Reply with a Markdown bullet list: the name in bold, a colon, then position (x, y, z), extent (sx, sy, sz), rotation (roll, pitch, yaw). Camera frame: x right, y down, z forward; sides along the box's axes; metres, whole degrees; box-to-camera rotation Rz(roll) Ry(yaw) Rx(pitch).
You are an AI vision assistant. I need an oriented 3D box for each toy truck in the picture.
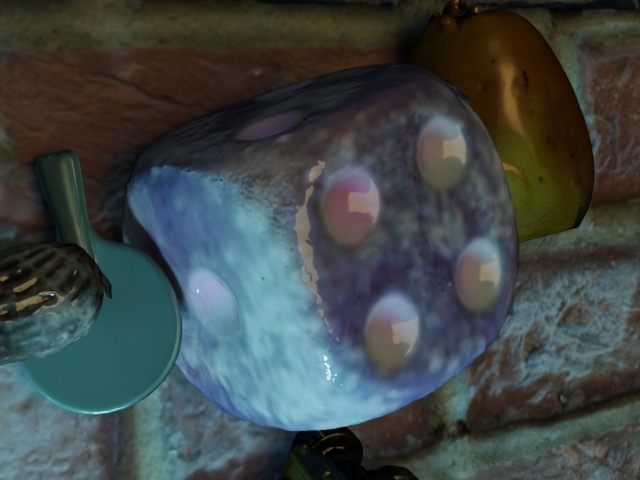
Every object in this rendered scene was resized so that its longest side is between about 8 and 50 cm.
- **toy truck**: position (0.033, 0.302, 1.381), extent (0.224, 0.147, 0.165), rotation (37, 92, -37)

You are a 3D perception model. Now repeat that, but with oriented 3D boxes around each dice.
- **dice**: position (0.000, 0.000, 1.249), extent (0.271, 0.270, 0.270), rotation (-30, 109, -36)

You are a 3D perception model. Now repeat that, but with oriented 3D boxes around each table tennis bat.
- **table tennis bat**: position (-0.208, 0.036, 1.198), extent (0.149, 0.038, 0.237), rotation (-16, 86, 0)

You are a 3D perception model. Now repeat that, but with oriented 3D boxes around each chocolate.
- **chocolate**: position (-0.293, 0.068, 1.102), extent (0.248, 0.110, 0.110), rotation (-19, 103, -29)

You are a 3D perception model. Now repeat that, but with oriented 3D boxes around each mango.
- **mango**: position (0.199, -0.128, 1.491), extent (0.201, 0.152, 0.287), rotation (-47, 121, -39)
